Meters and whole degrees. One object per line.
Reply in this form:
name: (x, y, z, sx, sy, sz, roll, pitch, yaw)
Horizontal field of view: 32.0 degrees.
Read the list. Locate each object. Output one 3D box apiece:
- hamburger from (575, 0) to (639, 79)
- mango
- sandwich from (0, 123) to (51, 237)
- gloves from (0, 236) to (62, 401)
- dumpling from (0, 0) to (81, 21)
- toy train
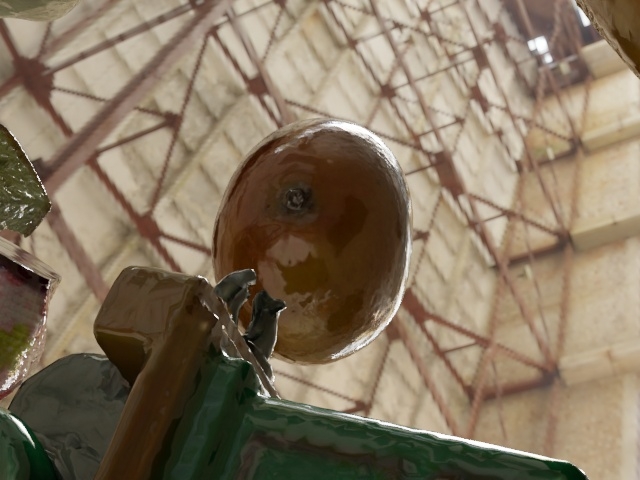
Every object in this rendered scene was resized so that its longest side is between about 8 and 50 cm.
hamburger: (0.178, -0.106, 0.424, 0.157, 0.144, 0.283, 34, -156, -13)
mango: (0.000, -0.005, 0.718, 0.221, 0.121, 0.151, -60, -24, -73)
sandwich: (-0.420, -0.012, 1.201, 0.128, 0.236, 0.122, 55, -154, 17)
gloves: (-0.223, 0.111, 0.599, 0.126, 0.145, 0.241, 34, -94, -37)
dumpling: (-0.270, -0.302, 1.011, 0.187, 0.318, 0.243, 44, -175, -17)
toy train: (-0.052, 0.194, 0.338, 0.178, 0.249, 0.429, 66, -143, -50)
